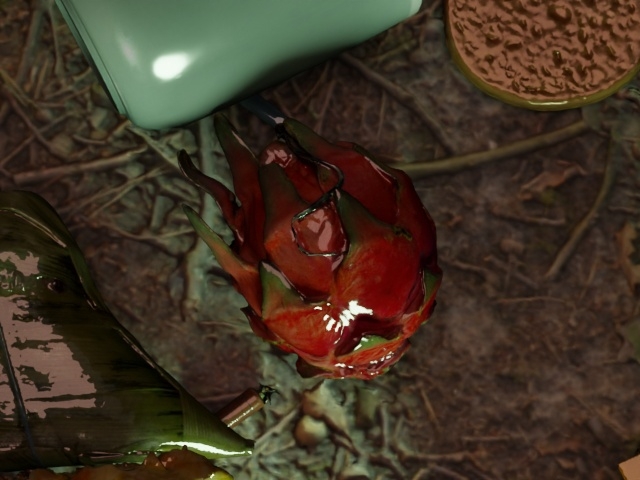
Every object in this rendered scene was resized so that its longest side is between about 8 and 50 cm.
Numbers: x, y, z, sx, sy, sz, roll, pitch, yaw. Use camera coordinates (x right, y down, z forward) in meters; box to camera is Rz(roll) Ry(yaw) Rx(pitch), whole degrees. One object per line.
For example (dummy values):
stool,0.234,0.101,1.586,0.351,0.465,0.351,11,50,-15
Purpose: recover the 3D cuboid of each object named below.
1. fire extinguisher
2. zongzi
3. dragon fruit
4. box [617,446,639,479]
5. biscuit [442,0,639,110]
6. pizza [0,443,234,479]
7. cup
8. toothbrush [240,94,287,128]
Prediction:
fire extinguisher,-0.075,0.157,1.299,0.083,0.022,0.028,-35,48,-4
zongzi,-0.196,0.076,1.260,0.274,0.125,0.251,-2,90,0
dragon fruit,0.000,0.000,1.226,0.192,0.193,0.274,-42,111,-45
box,0.399,0.201,1.284,0.247,0.033,0.129,-24,84,-2
biscuit,0.241,-0.249,1.336,0.202,0.044,0.289,40,84,4
pizza,-0.247,0.301,1.186,0.440,0.130,0.406,45,107,1
cup,-0.115,-0.280,1.253,0.274,0.259,0.357,-29,51,-8
toothbrush,-0.037,-0.109,1.330,0.275,0.025,0.019,37,86,5
